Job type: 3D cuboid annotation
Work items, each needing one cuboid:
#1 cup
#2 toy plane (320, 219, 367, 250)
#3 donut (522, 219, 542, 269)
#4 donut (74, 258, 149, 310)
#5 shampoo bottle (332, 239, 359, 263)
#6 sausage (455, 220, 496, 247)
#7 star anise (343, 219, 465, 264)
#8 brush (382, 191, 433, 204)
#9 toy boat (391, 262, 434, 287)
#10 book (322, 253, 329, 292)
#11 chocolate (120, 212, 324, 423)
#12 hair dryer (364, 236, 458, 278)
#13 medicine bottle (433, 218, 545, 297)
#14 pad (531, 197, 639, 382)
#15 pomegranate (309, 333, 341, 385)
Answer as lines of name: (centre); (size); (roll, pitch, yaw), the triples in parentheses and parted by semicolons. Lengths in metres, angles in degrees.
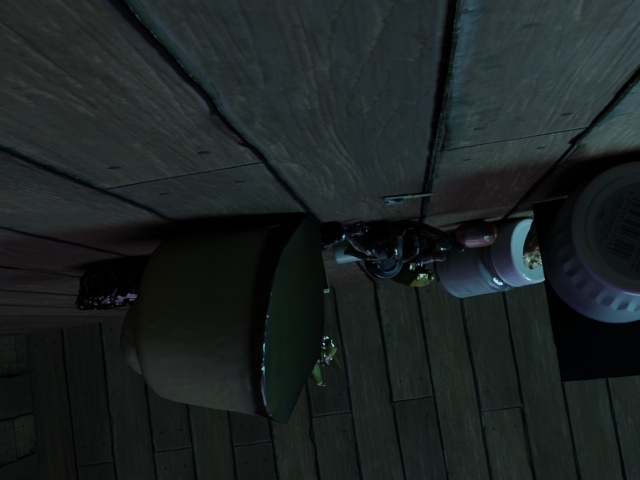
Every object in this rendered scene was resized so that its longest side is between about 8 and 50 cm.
cup: (0.510, 0.009, 1.291); (0.254, 0.253, 0.371); (-10, 171, 13)
toy plane: (-0.001, 0.000, 1.467); (0.078, 0.053, 0.197); (-14, 174, -38)
donut: (0.525, 0.007, 1.567); (0.085, 0.199, 0.233); (22, -170, -45)
donut: (-0.384, 0.089, 1.582); (0.235, 0.089, 0.235); (-7, 174, -1)
shampoo bottle: (0.125, 0.009, 1.662); (0.195, 0.056, 0.056); (-9, 173, 16)
sausage: (0.345, -0.015, 1.712); (0.094, 0.059, 0.054); (-5, 167, -5)
star anise: (0.158, 0.005, 1.530); (0.232, 0.089, 0.209); (-3, -179, -3)
brush: (0.140, -0.067, 1.227); (0.084, 0.013, 0.016); (-8, 171, -14)
toy boat: (0.212, 0.062, 2.009); (0.068, 0.088, 0.226); (0, -166, -27)
book: (-0.046, 0.074, 1.755); (0.118, 0.012, 0.172); (-8, -149, -1)
chocolate: (-0.165, 0.115, 1.284); (0.297, 0.314, 0.326); (9, -148, 17)
hair dryer: (0.236, 0.027, 1.881); (0.272, 0.091, 0.235); (-12, -177, -1)
medicine bottle: (0.416, 0.046, 1.874); (0.165, 0.165, 0.273); (-4, 171, -34)
pad: (0.552, 0.075, 1.458); (0.248, 0.367, 0.007); (-8, 158, 12)
pomegranate: (-0.099, 0.155, 1.542); (0.260, 0.340, 0.260); (-39, 161, -16)
